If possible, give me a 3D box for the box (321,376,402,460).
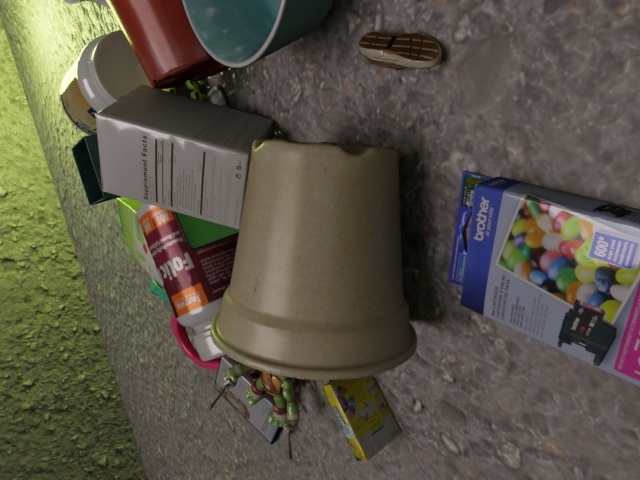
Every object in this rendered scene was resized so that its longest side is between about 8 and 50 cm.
[{"bbox_3d":[0.075,0.324,0.952,0.043,0.105,0.179,-36,77,51],"label":"box"}]

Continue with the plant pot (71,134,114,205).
[{"bbox_3d":[-0.540,-0.215,1.361,0.165,0.234,0.166,-5,102,53],"label":"plant pot"}]

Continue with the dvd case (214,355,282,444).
[{"bbox_3d":[-0.207,0.459,1.391,0.253,0.022,0.180,37,134,18],"label":"dvd case"}]

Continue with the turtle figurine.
[{"bbox_3d":[-0.145,0.387,1.150,0.266,0.197,0.275,99,179,-57],"label":"turtle figurine"}]

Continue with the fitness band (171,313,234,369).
[{"bbox_3d":[-0.362,0.300,1.486,0.290,0.054,0.209,-12,109,46],"label":"fitness band"}]

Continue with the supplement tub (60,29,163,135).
[{"bbox_3d":[-0.540,-0.405,1.279,0.316,0.228,0.229,-3,104,52],"label":"supplement tub"}]

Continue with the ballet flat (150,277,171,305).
[{"bbox_3d":[-0.508,0.163,1.628,0.247,0.083,0.087,14,103,46],"label":"ballet flat"}]

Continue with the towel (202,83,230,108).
[{"bbox_3d":[-0.239,-0.273,1.135,0.113,0.023,0.152,-17,93,54],"label":"towel"}]

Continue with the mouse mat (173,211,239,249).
[{"bbox_3d":[-0.232,-0.077,1.086,0.153,0.189,0.007,67,160,4],"label":"mouse mat"}]

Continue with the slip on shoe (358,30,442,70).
[{"bbox_3d":[0.115,-0.264,0.688,0.135,0.051,0.041,23,164,34],"label":"slip on shoe"}]

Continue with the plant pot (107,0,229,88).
[{"bbox_3d":[-0.282,-0.455,0.931,0.272,0.272,0.265,-4,111,52],"label":"plant pot"}]

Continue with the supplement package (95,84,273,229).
[{"bbox_3d":[-0.266,-0.172,0.976,0.292,0.178,0.175,16,127,2],"label":"supplement package"}]

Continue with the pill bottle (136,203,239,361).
[{"bbox_3d":[-0.271,0.072,1.168,0.224,0.224,0.393,-28,84,53],"label":"pill bottle"}]

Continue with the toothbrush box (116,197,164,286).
[{"bbox_3d":[-0.521,-0.014,1.526,0.283,0.122,0.206,28,127,40],"label":"toothbrush box"}]

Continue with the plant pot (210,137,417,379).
[{"bbox_3d":[0.000,0.000,0.757,0.333,0.333,0.306,18,108,46],"label":"plant pot"}]

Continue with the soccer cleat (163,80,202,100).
[{"bbox_3d":[-0.337,-0.367,1.159,0.121,0.093,0.289,172,86,-83],"label":"soccer cleat"}]

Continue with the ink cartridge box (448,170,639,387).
[{"bbox_3d":[0.286,0.035,0.597,0.311,0.065,0.186,26,125,44],"label":"ink cartridge box"}]

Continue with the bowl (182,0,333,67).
[{"bbox_3d":[-0.082,-0.438,0.749,0.311,0.163,0.312,26,126,43],"label":"bowl"}]

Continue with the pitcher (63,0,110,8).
[{"bbox_3d":[-0.482,-0.605,1.132,0.177,0.207,0.126,24,124,43],"label":"pitcher"}]
